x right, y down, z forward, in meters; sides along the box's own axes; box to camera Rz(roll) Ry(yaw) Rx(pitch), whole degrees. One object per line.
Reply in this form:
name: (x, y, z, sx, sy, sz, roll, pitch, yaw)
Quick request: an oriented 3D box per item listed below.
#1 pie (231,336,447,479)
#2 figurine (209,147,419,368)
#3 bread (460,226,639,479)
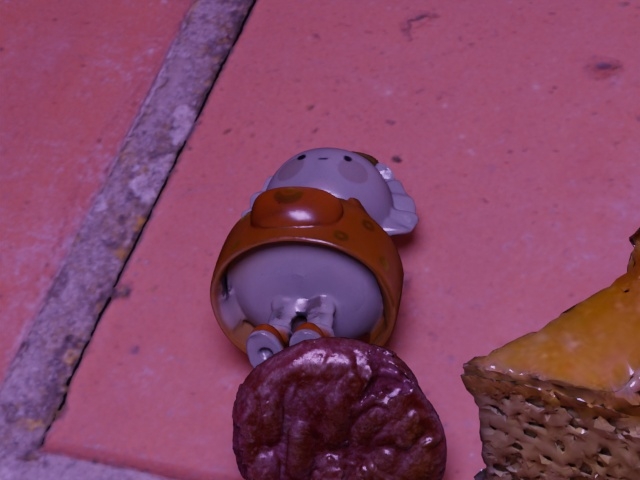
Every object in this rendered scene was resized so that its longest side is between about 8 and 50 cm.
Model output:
pie: (0.012, 0.135, 1.314, 0.154, 0.154, 0.036, -10, 17, 8)
figurine: (0.000, 0.009, 1.433, 0.143, 0.143, 0.271, -4, 18, 13)
bread: (0.251, 0.049, 1.246, 0.279, 0.248, 0.315, 3, 49, 16)
